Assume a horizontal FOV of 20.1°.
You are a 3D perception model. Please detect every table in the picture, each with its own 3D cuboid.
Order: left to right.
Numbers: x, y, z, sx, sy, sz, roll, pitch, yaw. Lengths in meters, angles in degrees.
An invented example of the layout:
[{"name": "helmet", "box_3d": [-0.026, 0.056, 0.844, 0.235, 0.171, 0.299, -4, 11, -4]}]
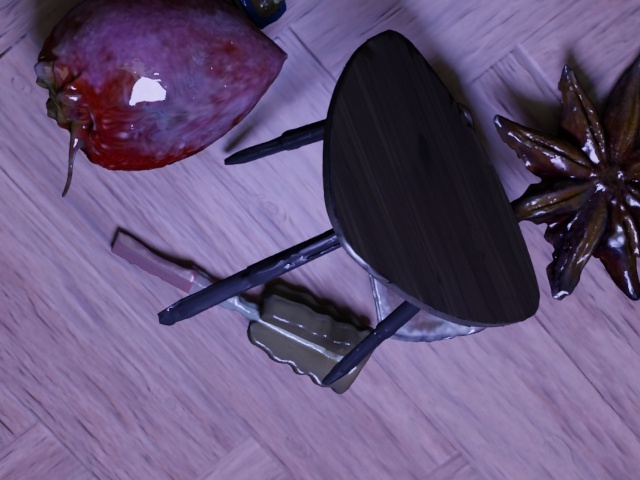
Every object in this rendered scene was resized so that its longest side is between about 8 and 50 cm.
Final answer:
[{"name": "table", "box_3d": [0.000, 0.000, 1.738, 0.249, 0.317, 0.317, -27, 111, 33]}]

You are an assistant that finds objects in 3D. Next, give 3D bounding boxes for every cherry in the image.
[{"name": "cherry", "box_3d": [-0.156, -0.163, 1.781, 0.250, 0.175, 0.192, -10, 120, 0]}]

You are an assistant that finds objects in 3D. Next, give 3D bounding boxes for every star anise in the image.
[{"name": "star anise", "box_3d": [0.284, -0.062, 1.879, 0.272, 0.102, 0.271, 1, 88, -18]}]

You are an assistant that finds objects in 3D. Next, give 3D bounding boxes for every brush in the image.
[{"name": "brush", "box_3d": [-0.086, 0.068, 1.931, 0.301, 0.071, 0.084, 27, 111, -6]}]

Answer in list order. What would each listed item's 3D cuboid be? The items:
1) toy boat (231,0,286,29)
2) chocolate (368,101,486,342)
[{"name": "toy boat", "box_3d": [-0.096, -0.319, 1.786, 0.046, 0.080, 0.228, -7, 116, 38]}, {"name": "chocolate", "box_3d": [0.115, -0.026, 1.890, 0.157, 0.080, 0.254, -10, 106, 20]}]
